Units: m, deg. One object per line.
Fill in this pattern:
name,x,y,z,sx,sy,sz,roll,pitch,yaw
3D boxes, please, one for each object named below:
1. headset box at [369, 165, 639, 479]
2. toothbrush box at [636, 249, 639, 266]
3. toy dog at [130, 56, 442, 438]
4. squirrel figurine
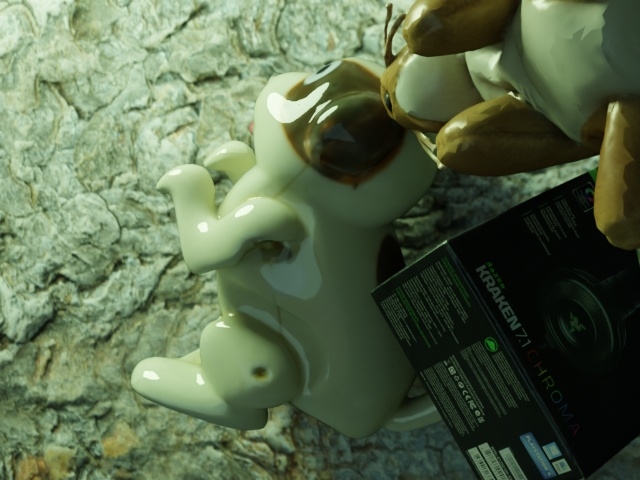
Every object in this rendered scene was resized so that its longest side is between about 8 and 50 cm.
headset box,0.235,0.086,1.091,0.131,0.283,0.246,-38,78,49
toothbrush box,0.414,-0.009,0.943,0.206,0.283,0.122,-9,95,34
toy dog,0.000,0.000,1.218,0.395,0.284,0.408,21,110,27
squirrel figurine,0.245,-0.191,0.987,0.281,0.397,0.370,61,162,-8
